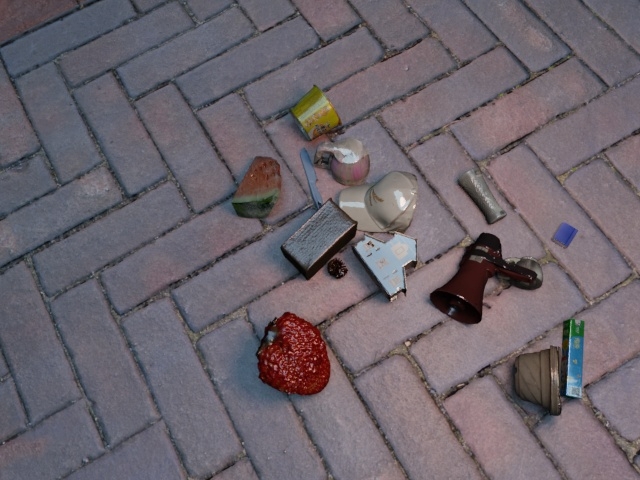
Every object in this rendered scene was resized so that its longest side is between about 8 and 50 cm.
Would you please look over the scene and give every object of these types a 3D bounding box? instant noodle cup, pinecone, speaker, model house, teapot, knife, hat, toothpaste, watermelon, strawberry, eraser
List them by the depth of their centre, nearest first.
[{"bbox_3d":[-0.088,0.395,1.588,0.258,0.261,0.261,19,74,17],"label":"strawberry"},{"bbox_3d":[0.874,0.410,1.600,0.050,0.065,0.266,9,73,10],"label":"toothpaste"},{"bbox_3d":[0.577,0.122,1.631,0.198,0.259,0.329,44,73,-19],"label":"speaker"},{"bbox_3d":[0.268,0.068,1.692,0.206,0.178,0.271,-36,70,-1],"label":"model house"},{"bbox_3d":[0.747,0.117,1.700,0.111,0.149,0.108,40,58,-23],"label":"teapot"},{"bbox_3d":[0.064,0.106,1.753,0.083,0.077,0.077,31,76,-4],"label":"pinecone"},{"bbox_3d":[0.930,-0.020,1.755,0.063,0.027,0.084,35,77,13],"label":"eraser"},{"bbox_3d":[0.220,-0.166,1.781,0.302,0.168,0.257,0,68,8],"label":"hat"},{"bbox_3d":[0.094,-0.342,1.840,0.222,0.178,0.163,35,77,15],"label":"teapot"},{"bbox_3d":[-0.238,-0.227,1.865,0.193,0.139,0.256,1,62,9],"label":"watermelon"},{"bbox_3d":[-0.028,-0.519,1.904,0.153,0.205,0.205,-35,73,-1],"label":"instant noodle cup"},{"bbox_3d":[-0.034,-0.254,1.907,0.045,0.019,0.312,-15,71,-9],"label":"knife"}]

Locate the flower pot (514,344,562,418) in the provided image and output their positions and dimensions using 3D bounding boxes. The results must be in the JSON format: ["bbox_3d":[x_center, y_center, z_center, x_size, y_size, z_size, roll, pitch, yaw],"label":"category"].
[{"bbox_3d":[0.726,0.459,1.535,0.141,0.235,0.235,-2,70,28],"label":"flower pot"}]

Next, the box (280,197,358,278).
[{"bbox_3d":[-0.002,-0.002,1.735,0.273,0.184,0.143,-44,78,-9],"label":"box"}]

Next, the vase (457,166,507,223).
[{"bbox_3d":[0.634,-0.171,1.795,0.096,0.096,0.219,-28,75,-5],"label":"vase"}]
